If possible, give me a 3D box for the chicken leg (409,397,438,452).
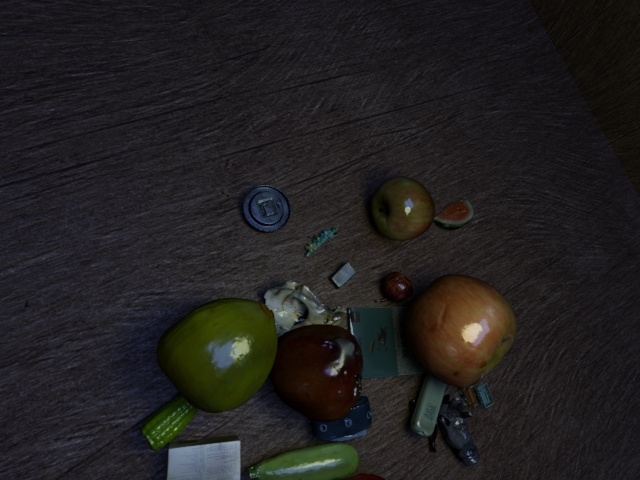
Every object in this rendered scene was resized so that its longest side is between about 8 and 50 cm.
[{"bbox_3d":[0.400,0.691,1.551,0.093,0.053,0.205,-34,82,-5],"label":"chicken leg"}]

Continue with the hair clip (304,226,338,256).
[{"bbox_3d":[-0.001,-0.001,1.589,0.173,0.049,0.049,-37,91,-24],"label":"hair clip"}]

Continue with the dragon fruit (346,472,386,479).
[{"bbox_3d":[0.131,0.893,1.266,0.301,0.295,0.296,-13,81,-37],"label":"dragon fruit"}]

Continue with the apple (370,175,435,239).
[{"bbox_3d":[0.333,-0.126,1.635,0.233,0.257,0.257,-2,77,-24],"label":"apple"}]

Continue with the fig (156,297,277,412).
[{"bbox_3d":[-0.286,0.320,1.218,0.343,0.343,0.343,6,74,-20],"label":"fig"}]

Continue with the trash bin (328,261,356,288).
[{"bbox_3d":[0.082,0.136,1.582,0.092,0.043,0.061,-41,93,-22],"label":"trash bin"}]

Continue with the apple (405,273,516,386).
[{"bbox_3d":[0.497,0.308,1.486,0.391,0.391,0.346,-27,50,-25],"label":"apple"}]

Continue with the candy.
[{"bbox_3d":[-0.439,0.530,1.245,0.209,0.096,0.097,-39,92,-31],"label":"candy"}]

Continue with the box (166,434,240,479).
[{"bbox_3d":[-0.350,0.690,1.232,0.212,0.095,0.168,3,73,-20],"label":"box"}]

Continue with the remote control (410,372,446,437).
[{"bbox_3d":[0.420,0.575,1.542,0.090,0.038,0.310,32,59,-5],"label":"remote control"}]

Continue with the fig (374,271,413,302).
[{"bbox_3d":[0.294,0.191,1.603,0.128,0.128,0.150,43,64,-6],"label":"fig"}]

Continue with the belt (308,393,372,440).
[{"bbox_3d":[0.075,0.618,1.403,0.218,0.122,0.129,-5,89,-21],"label":"belt"}]

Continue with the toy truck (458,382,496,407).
[{"bbox_3d":[0.600,0.564,1.627,0.080,0.115,0.178,-16,80,-24],"label":"toy truck"}]

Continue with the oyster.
[{"bbox_3d":[-0.079,0.253,1.448,0.275,0.100,0.271,-38,109,3],"label":"oyster"}]

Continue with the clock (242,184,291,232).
[{"bbox_3d":[-0.203,-0.116,1.538,0.184,0.040,0.185,5,74,-19],"label":"clock"}]

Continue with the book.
[{"bbox_3d":[0.284,0.389,1.596,0.379,0.031,0.264,2,74,-21],"label":"book"}]

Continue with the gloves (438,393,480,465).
[{"bbox_3d":[0.517,0.717,1.554,0.142,0.119,0.286,-18,97,-40],"label":"gloves"}]

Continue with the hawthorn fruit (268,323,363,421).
[{"bbox_3d":[-0.013,0.411,1.329,0.324,0.308,0.308,28,61,29],"label":"hawthorn fruit"}]

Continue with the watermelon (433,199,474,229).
[{"bbox_3d":[0.612,-0.113,1.852,0.245,0.063,0.119,-27,73,-25],"label":"watermelon"}]

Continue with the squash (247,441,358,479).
[{"bbox_3d":[-0.050,0.732,1.329,0.370,0.118,0.118,0,76,-19],"label":"squash"}]
